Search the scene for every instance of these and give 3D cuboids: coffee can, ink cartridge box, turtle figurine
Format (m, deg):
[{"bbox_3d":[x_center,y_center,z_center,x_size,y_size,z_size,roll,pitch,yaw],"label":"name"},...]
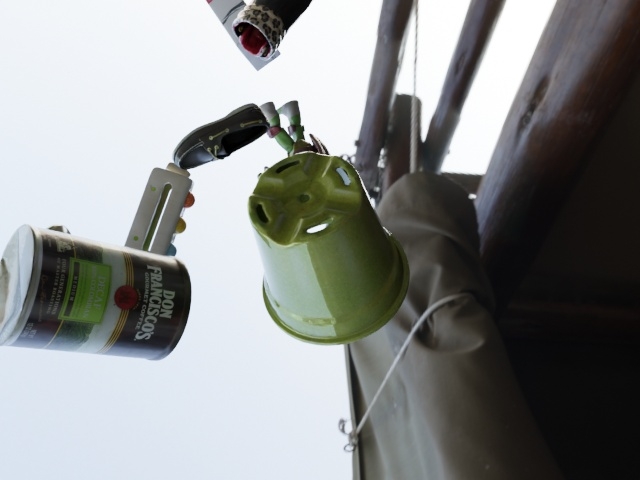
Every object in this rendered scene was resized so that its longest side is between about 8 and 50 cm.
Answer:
[{"bbox_3d":[-0.399,0.100,1.000,0.276,0.201,0.201,17,-149,-41],"label":"coffee can"},{"bbox_3d":[-0.243,-0.668,1.763,0.100,0.172,0.237,-35,-109,8],"label":"ink cartridge box"},{"bbox_3d":[-0.091,-0.213,1.491,0.198,0.275,0.266,-21,-94,-12],"label":"turtle figurine"}]

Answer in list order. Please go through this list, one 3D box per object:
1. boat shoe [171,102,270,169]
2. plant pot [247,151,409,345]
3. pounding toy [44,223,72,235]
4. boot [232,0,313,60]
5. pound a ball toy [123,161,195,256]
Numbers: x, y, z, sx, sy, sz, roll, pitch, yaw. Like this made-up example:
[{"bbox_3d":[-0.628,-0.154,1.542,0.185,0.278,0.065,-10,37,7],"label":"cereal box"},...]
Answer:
[{"bbox_3d":[-0.219,-0.219,1.251,0.228,0.081,0.068,-32,-122,-2],"label":"boat shoe"},{"bbox_3d":[0.000,0.000,0.953,0.276,0.253,0.275,-7,-125,10],"label":"plant pot"},{"bbox_3d":[-0.687,0.078,1.396,0.110,0.183,0.236,-2,-99,-2],"label":"pounding toy"},{"bbox_3d":[-0.105,-0.599,1.450,0.138,0.284,0.377,38,173,-21],"label":"boot"},{"bbox_3d":[-0.445,-0.078,1.664,0.136,0.208,0.318,20,-95,-5],"label":"pound a ball toy"}]
